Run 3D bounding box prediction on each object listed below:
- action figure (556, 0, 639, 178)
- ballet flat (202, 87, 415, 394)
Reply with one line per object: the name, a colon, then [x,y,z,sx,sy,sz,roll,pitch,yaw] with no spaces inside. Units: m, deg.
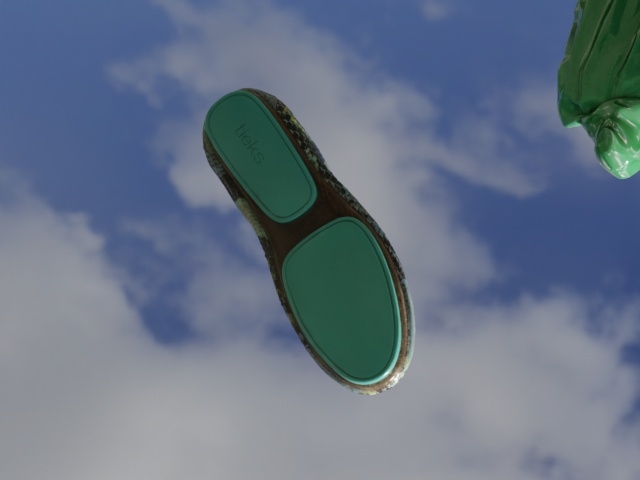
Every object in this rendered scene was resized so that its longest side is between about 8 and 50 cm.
action figure: [0.185,-0.129,0.735,0.137,0.063,0.232,-15,-138,45]
ballet flat: [0.000,0.000,0.702,0.070,0.070,0.188,-18,-112,-23]
